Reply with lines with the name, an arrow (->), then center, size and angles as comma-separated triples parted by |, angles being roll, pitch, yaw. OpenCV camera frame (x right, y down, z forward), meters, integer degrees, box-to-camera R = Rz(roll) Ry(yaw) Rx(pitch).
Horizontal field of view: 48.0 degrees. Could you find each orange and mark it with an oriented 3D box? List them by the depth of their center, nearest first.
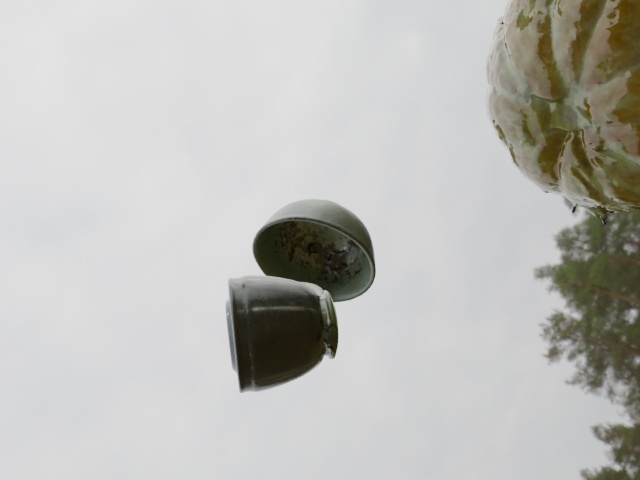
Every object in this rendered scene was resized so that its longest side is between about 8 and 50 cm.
orange -> 0.343, -0.187, 0.825 | 0.249, 0.329, 0.329 | -39, -48, -34

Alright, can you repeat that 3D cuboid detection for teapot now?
teapot -> -0.031, 0.060, 0.583 | 0.090, 0.124, 0.092 | -5, -43, -7

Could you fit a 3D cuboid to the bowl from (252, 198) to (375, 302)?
bowl -> 0.000, 0.000, 1.669 | 0.289, 0.289, 0.146 | 64, -147, -41
